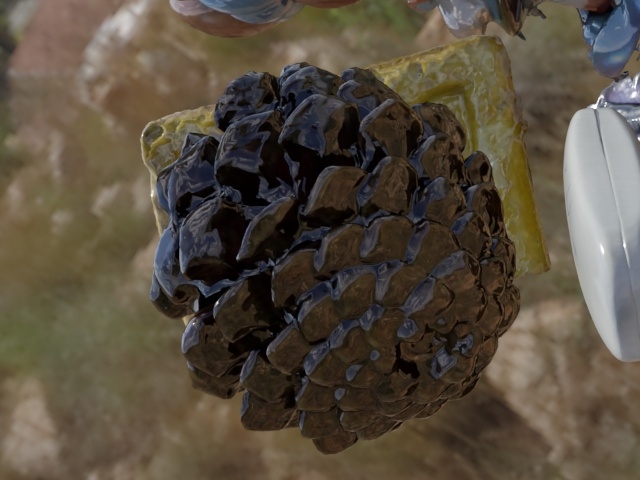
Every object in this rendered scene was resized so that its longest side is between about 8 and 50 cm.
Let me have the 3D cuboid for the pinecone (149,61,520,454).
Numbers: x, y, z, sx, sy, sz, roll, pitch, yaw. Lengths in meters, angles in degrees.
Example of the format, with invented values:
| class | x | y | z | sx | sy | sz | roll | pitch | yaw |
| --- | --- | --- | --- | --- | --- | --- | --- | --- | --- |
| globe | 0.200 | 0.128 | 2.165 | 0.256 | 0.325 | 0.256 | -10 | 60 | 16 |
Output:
| class | x | y | z | sx | sy | sz | roll | pitch | yaw |
| --- | --- | --- | --- | --- | --- | --- | --- | --- | --- |
| pinecone | 0.002 | -0.002 | 0.908 | 0.204 | 0.179 | 0.184 | 60 | 147 | 36 |

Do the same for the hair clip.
| class | x | y | z | sx | sy | sz | roll | pitch | yaw |
| --- | --- | --- | --- | --- | --- | --- | --- | --- | --- |
| hair clip | 0.306 | -0.119 | 1.791 | 0.195 | 0.052 | 0.124 | -7 | 52 | 60 |

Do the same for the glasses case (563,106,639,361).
| class | x | y | z | sx | sy | sz | roll | pitch | yaw |
| --- | --- | --- | --- | --- | --- | --- | --- | --- | --- |
| glasses case | 0.184 | -0.009 | 1.146 | 0.059 | 0.092 | 0.233 | -10 | 27 | 9 |

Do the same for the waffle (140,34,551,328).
| class | x | y | z | sx | sy | sz | roll | pitch | yaw |
| --- | --- | --- | --- | --- | --- | --- | --- | --- | --- |
| waffle | 0.019 | -0.033 | 1.290 | 0.274 | 0.168 | 0.057 | -13 | 0 | 15 |

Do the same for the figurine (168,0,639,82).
| class | x | y | z | sx | sy | sz | roll | pitch | yaw |
| --- | --- | --- | --- | --- | --- | --- | --- | --- | --- |
| figurine | 0.072 | -0.271 | 1.459 | 0.248 | 0.388 | 0.276 | -90 | 13 | -86 |
